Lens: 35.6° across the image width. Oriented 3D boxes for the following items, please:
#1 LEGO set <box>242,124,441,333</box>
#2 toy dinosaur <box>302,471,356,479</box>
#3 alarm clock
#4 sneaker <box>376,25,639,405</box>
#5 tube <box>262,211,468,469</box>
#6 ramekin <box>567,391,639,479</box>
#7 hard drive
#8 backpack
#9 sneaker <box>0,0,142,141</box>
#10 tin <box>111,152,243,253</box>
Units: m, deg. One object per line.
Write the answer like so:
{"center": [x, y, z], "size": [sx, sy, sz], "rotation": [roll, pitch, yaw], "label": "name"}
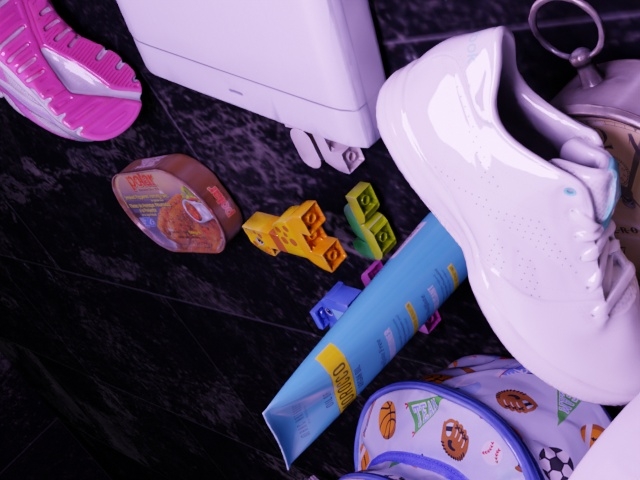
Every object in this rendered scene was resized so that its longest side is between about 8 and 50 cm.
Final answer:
{"center": [0.000, 0.000, 0.792], "size": [0.093, 0.087, 0.227], "rotation": [14, 140, 46], "label": "LEGO set"}
{"center": [0.043, 0.375, 1.238], "size": [0.218, 0.164, 0.322], "rotation": [51, 165, 22], "label": "toy dinosaur"}
{"center": [0.160, -0.046, 0.509], "size": [0.129, 0.064, 0.192], "rotation": [4, 136, 54], "label": "alarm clock"}
{"center": [0.117, -0.007, 0.485], "size": [0.212, 0.080, 0.094], "rotation": [51, 142, -10], "label": "sneaker"}
{"center": [0.035, 0.064, 0.694], "size": [0.052, 0.207, 0.080], "rotation": [26, 151, 35], "label": "tube"}
{"center": [0.222, 0.161, 0.517], "size": [0.127, 0.272, 0.273], "rotation": [40, 157, 37], "label": "ramekin"}
{"center": [-0.084, -0.229, 0.614], "size": [0.233, 0.047, 0.353], "rotation": [25, 148, 35], "label": "hard drive"}
{"center": [0.125, 0.226, 0.775], "size": [0.276, 0.213, 0.264], "rotation": [-4, 91, 51], "label": "backpack"}
{"center": [-0.276, -0.179, 0.912], "size": [0.252, 0.103, 0.111], "rotation": [50, 157, -3], "label": "sneaker"}
{"center": [-0.147, -0.038, 1.013], "size": [0.189, 0.040, 0.106], "rotation": [2, 136, 55], "label": "tin"}
